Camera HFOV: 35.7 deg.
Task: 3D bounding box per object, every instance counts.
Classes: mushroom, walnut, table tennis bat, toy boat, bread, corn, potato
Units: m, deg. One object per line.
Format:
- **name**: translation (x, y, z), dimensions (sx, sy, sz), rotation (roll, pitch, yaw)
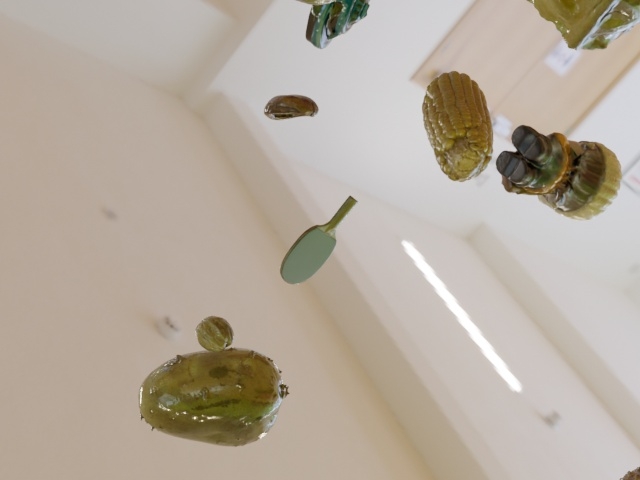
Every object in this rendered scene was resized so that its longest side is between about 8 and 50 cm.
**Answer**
- **mushroom**: translation (-0.061, -0.279, 2.066), dimensions (0.123, 0.123, 0.052), rotation (-3, -90, -64)
- **walnut**: translation (-0.245, 0.217, 2.306), dimensions (0.092, 0.092, 0.092), rotation (36, -161, -15)
- **table tennis bat**: translation (0.000, 0.000, 2.261), dimensions (0.022, 0.246, 0.138), rotation (41, -175, 33)
- **toy boat**: translation (0.074, -0.488, 1.856), dimensions (0.092, 0.299, 0.134), rotation (28, -160, 12)
- **bread**: translation (0.326, -0.332, 1.041), dimensions (0.152, 0.268, 0.130), rotation (1, -121, -19)
- **corn**: translation (0.234, -0.196, 1.689), dimensions (0.119, 0.119, 0.322), rotation (34, -152, -19)
- **potato**: translation (-0.263, 0.380, 2.446), dimensions (0.359, 0.270, 0.219), rotation (8, -143, -24)

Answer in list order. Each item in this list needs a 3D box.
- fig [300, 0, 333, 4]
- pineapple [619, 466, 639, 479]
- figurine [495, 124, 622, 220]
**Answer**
- **fig**: translation (-0.038, -0.359, 1.047), dimensions (0.167, 0.167, 0.233), rotation (13, -138, -54)
- **pineapple**: translation (0.667, 0.462, 1.885), dimensions (0.108, 0.197, 0.108), rotation (32, -140, -32)
- **figurine**: translation (0.521, -0.139, 2.127), dimensions (0.204, 0.185, 0.332), rotation (41, -160, 23)
